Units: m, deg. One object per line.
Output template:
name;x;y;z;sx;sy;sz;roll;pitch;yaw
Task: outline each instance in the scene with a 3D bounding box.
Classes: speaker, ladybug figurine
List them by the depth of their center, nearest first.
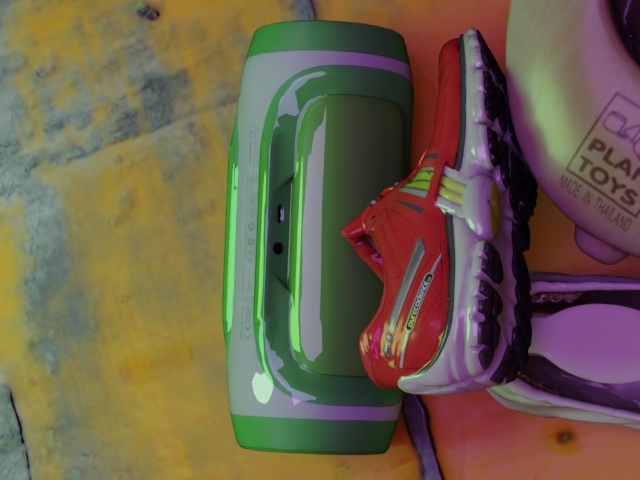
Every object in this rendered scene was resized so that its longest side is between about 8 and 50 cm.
ladybug figurine;0.299;-0.178;1.078;0.305;0.162;0.449;37;97;16
speaker;0.000;0.000;1.177;0.131;0.131;0.296;1;86;17

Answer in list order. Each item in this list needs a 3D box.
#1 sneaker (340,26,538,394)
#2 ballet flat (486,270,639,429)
sneaker;0.072;-0.026;1.090;0.118;0.107;0.279;-9;51;23
ballet flat;0.282;0.082;1.080;0.400;0.139;0.139;4;87;17
